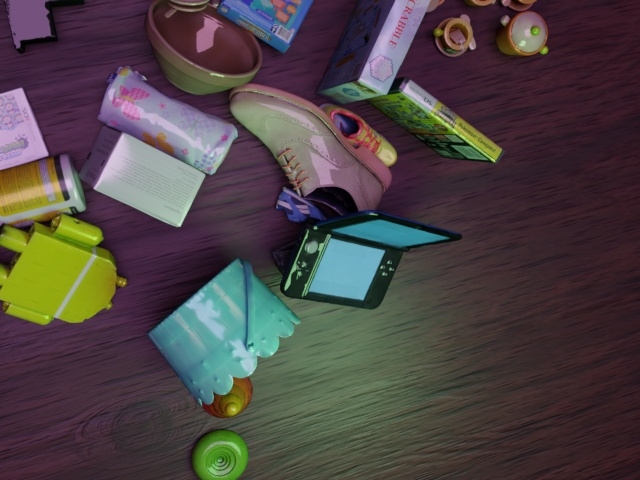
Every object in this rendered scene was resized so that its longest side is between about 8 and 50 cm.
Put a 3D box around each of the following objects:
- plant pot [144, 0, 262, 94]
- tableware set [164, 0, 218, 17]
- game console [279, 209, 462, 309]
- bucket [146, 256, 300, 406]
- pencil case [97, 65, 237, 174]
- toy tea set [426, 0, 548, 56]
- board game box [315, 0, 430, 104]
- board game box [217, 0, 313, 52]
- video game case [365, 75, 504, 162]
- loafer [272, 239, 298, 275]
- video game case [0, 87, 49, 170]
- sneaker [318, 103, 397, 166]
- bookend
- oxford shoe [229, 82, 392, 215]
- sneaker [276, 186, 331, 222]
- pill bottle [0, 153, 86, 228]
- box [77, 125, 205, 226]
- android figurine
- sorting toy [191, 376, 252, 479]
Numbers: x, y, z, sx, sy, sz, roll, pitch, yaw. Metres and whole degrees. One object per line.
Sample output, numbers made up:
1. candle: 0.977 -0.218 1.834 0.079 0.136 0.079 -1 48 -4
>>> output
1. plant pot: -0.243 -0.368 1.410 0.237 0.237 0.110 26 130 -15
2. tableware set: -0.253 -0.490 1.397 0.128 0.194 0.039 6 130 -5
3. game console: 0.105 0.048 1.471 0.293 0.173 0.250 13 105 -40
4. bucket: -0.197 0.175 1.432 0.281 0.281 0.183 -40 95 -6
5. pencil case: -0.307 -0.239 1.436 0.273 0.113 0.124 28 55 -15
6. toy tea set: 0.359 -0.502 1.559 0.336 0.124 0.200 -5 98 -13
7. board game box: 0.119 -0.432 1.411 0.066 0.319 0.318 25 91 -17
8. board game box: -0.093 -0.516 1.462 0.160 0.047 0.210 30 74 -15
9. video game case: 0.222 -0.247 1.478 0.248 0.275 0.035 33 91 -15
10. loafer: 0.000 0.000 1.555 0.223 0.076 0.078 -30 112 -5
11. video game case: -0.638 -0.210 1.406 0.157 0.019 0.143 -20 101 -10
12. sneaker: 0.083 -0.221 1.541 0.208 0.094 0.081 30 87 -16
13. bookend: -0.523 -0.455 1.378 0.157 0.072 0.156 -12 100 -13
14. oxford shoe: -0.029 -0.176 1.474 0.397 0.140 0.146 31 63 -14
15. sneaker: -0.034 -0.058 1.536 0.144 0.053 0.059 35 96 18
16. pill bottle: -0.576 -0.087 1.384 0.208 0.119 0.119 -16 100 -12
17. box: -0.350 -0.126 1.385 0.182 0.181 0.119 27 88 -30
18. android figurine: -0.521 0.066 1.411 0.273 0.056 0.248 24 110 -33
19. sorting toy: -0.209 0.465 1.535 0.127 0.126 0.365 5 95 -14
